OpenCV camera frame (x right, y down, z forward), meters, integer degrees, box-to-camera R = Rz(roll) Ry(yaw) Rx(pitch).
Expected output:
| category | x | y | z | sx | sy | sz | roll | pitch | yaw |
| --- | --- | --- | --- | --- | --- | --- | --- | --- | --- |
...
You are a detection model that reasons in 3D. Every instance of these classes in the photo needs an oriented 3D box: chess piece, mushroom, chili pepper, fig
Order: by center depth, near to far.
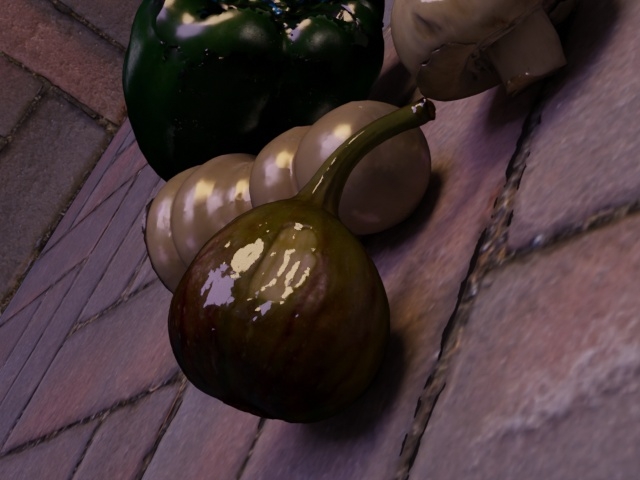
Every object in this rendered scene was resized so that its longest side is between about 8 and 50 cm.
| category | x | y | z | sx | sy | sz | roll | pitch | yaw |
| --- | --- | --- | --- | --- | --- | --- | --- | --- | --- |
| fig | 0.000 | 0.000 | 0.689 | 0.245 | 0.149 | 0.149 | -65 | 20 | -13 |
| mushroom | 0.126 | -0.160 | 0.729 | 0.154 | 0.122 | 0.154 | -31 | -15 | -9 |
| chess piece | -0.020 | -0.030 | 0.843 | 0.261 | 0.143 | 0.142 | -21 | 37 | 48 |
| chili pepper | -0.064 | -0.168 | 1.002 | 0.256 | 0.233 | 0.248 | 112 | -177 | -51 |
